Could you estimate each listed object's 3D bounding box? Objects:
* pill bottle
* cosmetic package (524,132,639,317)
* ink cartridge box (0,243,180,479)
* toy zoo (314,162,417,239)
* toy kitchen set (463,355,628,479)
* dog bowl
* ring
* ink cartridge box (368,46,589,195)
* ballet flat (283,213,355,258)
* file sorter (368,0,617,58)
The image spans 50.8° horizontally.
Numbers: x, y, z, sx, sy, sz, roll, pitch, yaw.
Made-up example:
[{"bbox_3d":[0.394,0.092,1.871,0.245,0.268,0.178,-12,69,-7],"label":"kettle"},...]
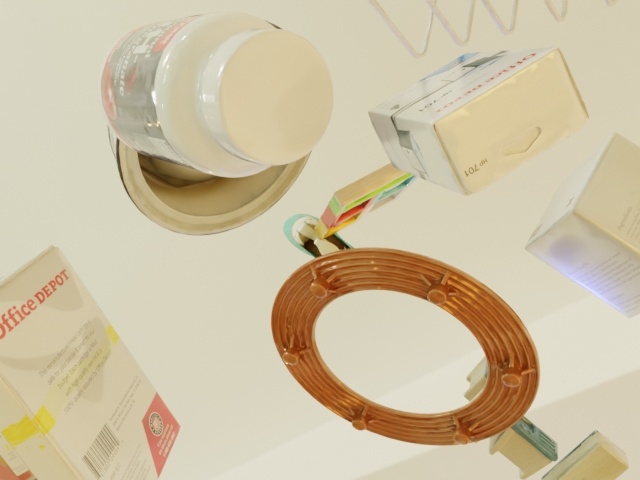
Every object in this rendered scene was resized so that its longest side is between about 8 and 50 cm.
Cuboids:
[{"bbox_3d":[-0.126,-0.167,0.774,0.318,0.176,0.176,19,-50,53],"label":"pill bottle"},{"bbox_3d":[0.420,-0.017,0.940,0.183,0.151,0.151,35,-22,5],"label":"cosmetic package"},{"bbox_3d":[-0.403,0.237,1.003,0.160,0.279,0.385,-25,-75,13],"label":"ink cartridge box"},{"bbox_3d":[0.089,-0.078,1.277,0.030,0.192,0.293,60,-15,8],"label":"toy zoo"},{"bbox_3d":[0.331,0.267,1.019,0.207,0.166,0.122,39,-67,3],"label":"toy kitchen set"},{"bbox_3d":[-0.203,-0.221,1.234,0.150,0.407,0.408,40,-45,40],"label":"dog bowl"},{"bbox_3d":[0.092,0.148,0.823,0.336,0.032,0.337,13,-49,15],"label":"ring"},{"bbox_3d":[0.148,-0.125,0.681,0.139,0.190,0.082,-31,-73,-5],"label":"ink cartridge box"},{"bbox_3d":[0.000,0.000,1.406,0.247,0.083,0.087,37,-5,34],"label":"ballet flat"},{"bbox_3d":[0.213,-0.366,0.837,0.277,0.173,0.193,-5,-27,37],"label":"file sorter"}]
